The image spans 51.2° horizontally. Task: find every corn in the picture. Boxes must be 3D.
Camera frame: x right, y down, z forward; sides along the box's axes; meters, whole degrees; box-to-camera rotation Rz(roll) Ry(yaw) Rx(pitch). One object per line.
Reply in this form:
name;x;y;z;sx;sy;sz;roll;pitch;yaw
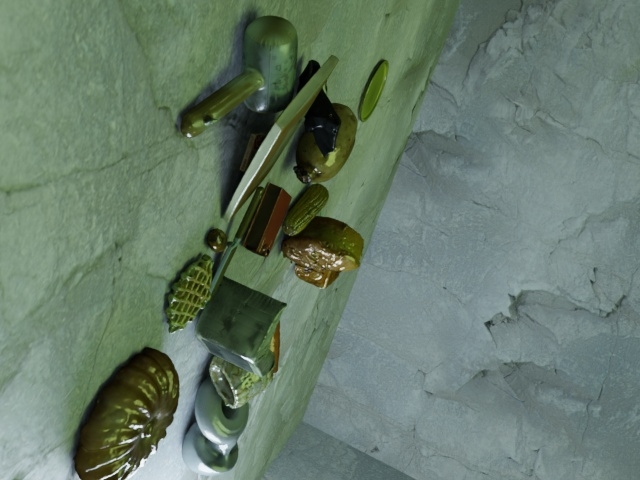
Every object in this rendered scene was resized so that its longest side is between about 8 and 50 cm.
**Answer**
corn;-0.045;-0.098;2.113;0.231;0.080;0.080;-55;163;-43

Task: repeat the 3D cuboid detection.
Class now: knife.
knife;-0.223;0.017;1.660;0.343;0.027;0.061;-63;177;18

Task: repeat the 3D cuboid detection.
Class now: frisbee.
frisbee;0.192;-0.541;2.424;0.236;0.017;0.236;-61;167;-25

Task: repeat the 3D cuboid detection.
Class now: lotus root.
lotus root;0.015;-0.270;1.902;0.284;0.146;0.160;-55;146;-29

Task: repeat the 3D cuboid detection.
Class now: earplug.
earplug;-0.323;0.559;2.029;0.214;0.175;0.325;-8;113;-59

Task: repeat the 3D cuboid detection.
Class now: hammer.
hammer;-0.158;-0.290;1.280;0.305;0.113;0.202;-46;155;-35

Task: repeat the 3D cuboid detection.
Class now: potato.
potato;-0.241;0.001;1.573;0.051;0.040;0.083;-58;165;-11

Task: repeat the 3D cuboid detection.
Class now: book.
book;-0.096;-0.221;1.512;0.269;0.032;0.389;-57;-176;-38

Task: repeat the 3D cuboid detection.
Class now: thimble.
thimble;-0.227;0.390;1.941;0.143;0.137;0.190;-31;126;-36

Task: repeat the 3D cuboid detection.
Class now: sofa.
sofa;-0.206;0.236;1.794;0.176;0.210;0.225;-63;164;-20

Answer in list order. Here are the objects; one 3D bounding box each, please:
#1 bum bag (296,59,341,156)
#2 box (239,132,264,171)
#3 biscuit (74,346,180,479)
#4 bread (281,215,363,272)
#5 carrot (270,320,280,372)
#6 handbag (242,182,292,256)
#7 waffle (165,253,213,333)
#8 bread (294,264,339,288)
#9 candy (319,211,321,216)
bum bag;-0.008;-0.318;1.612;0.123;0.060;0.248;119;-34;-43
box;-0.160;-0.209;1.576;0.093;0.015;0.058;-69;169;17
biscuit;-0.412;0.400;1.485;0.326;0.107;0.325;21;90;-78
bread;0.003;0.003;2.143;0.147;0.261;0.160;74;34;-51
carrot;-0.196;0.311;2.140;0.159;0.159;0.225;-21;124;-73
handbag;-0.146;-0.053;1.838;0.127;0.063;0.190;39;72;-78
waffle;-0.305;0.125;1.554;0.169;0.036;0.183;-47;156;-49
bread;-0.003;0.081;2.462;0.149;0.158;0.143;-67;170;24
candy;0.000;-0.069;2.478;0.055;0.049;0.184;-97;-172;-48
